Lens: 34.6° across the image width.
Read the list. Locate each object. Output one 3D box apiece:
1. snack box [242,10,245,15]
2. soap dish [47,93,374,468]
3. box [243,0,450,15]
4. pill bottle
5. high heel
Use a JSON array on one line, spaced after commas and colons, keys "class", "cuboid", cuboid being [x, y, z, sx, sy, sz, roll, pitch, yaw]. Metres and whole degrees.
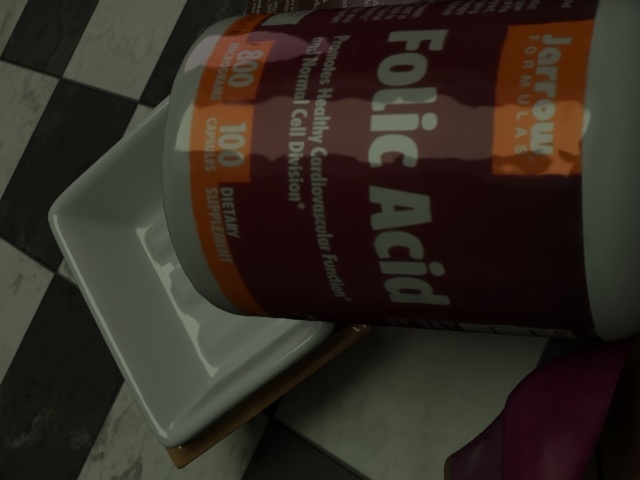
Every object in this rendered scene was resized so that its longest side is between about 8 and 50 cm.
[{"class": "snack box", "cuboid": [-0.072, -0.105, 1.096, 0.187, 0.060, 0.322, 28, 90, 49]}, {"class": "soap dish", "cuboid": [-0.100, 0.024, 0.942, 0.229, 0.118, 0.291, -38, 69, 19]}, {"class": "box", "cuboid": [0.125, -0.185, 0.838, 0.381, 0.191, 0.143, -11, 62, 42]}, {"class": "pill bottle", "cuboid": [0.114, -0.048, 0.683, 0.392, 0.224, 0.224, 2, 69, 24]}, {"class": "high heel", "cuboid": [0.175, 0.232, 0.602, 0.181, 0.127, 0.377, -48, 38, 32]}]
